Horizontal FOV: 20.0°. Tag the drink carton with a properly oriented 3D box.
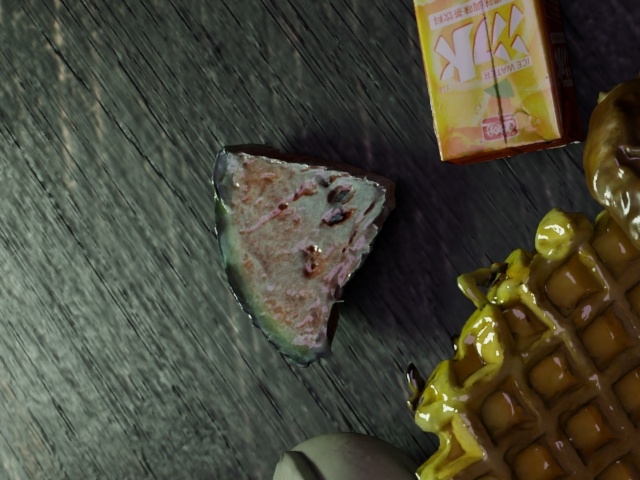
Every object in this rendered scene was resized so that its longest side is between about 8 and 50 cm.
[{"bbox_3d":[0.120,-0.171,1.318,0.096,0.071,0.223,-12,86,20],"label":"drink carton"}]

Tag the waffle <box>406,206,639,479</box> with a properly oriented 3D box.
[{"bbox_3d":[0.208,0.120,1.211,0.329,0.062,0.329,1,85,-11],"label":"waffle"}]

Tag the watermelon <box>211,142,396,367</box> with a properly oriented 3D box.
[{"bbox_3d":[0.000,0.000,1.367,0.139,0.071,0.187,-24,72,12],"label":"watermelon"}]

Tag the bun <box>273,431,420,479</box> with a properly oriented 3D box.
[{"bbox_3d":[0.037,0.219,1.305,0.120,0.173,0.173,-8,85,-16],"label":"bun"}]

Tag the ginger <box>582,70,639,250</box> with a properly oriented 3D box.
[{"bbox_3d":[0.323,-0.024,1.128,0.357,0.274,0.152,36,117,17],"label":"ginger"}]
